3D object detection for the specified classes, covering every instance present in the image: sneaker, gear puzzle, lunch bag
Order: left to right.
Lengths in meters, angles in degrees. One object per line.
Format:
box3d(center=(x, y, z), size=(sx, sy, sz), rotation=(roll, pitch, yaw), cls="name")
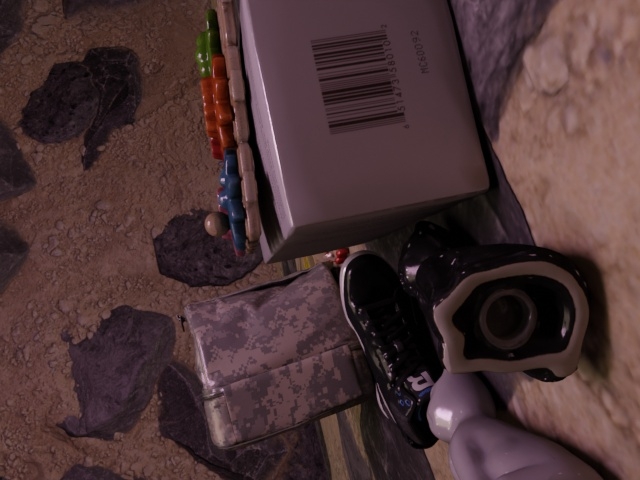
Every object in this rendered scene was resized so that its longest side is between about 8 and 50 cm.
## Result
box3d(center=(-0.098, -0.155, 0.516), size=(0.175, 0.044, 0.338), rotation=(149, 114, -80), cls="gear puzzle")
box3d(center=(-0.078, 0.195, 1.017), size=(0.212, 0.305, 0.255), rotation=(135, 118, -76), cls="lunch bag")
box3d(center=(0.091, 0.117, 0.608), size=(0.121, 0.079, 0.216), rotation=(-151, 41, -73), cls="sneaker")

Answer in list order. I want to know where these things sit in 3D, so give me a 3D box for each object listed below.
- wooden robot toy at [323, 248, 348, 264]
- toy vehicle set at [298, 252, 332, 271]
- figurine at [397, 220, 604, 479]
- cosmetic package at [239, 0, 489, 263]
box3d(center=(0.000, 0.000, 0.950), size=(0.173, 0.079, 0.076), rotation=(94, 161, -61), cls="wooden robot toy")
box3d(center=(-0.014, 0.061, 1.246), size=(0.266, 0.035, 0.166), rotation=(89, 165, -52), cls="toy vehicle set")
box3d(center=(0.115, 0.095, 0.421), size=(0.209, 0.093, 0.214), rotation=(-110, 8, -80), cls="figurine")
box3d(center=(0.004, -0.093, 0.570), size=(0.365, 0.155, 0.196), rotation=(149, 109, -81), cls="cosmetic package")
